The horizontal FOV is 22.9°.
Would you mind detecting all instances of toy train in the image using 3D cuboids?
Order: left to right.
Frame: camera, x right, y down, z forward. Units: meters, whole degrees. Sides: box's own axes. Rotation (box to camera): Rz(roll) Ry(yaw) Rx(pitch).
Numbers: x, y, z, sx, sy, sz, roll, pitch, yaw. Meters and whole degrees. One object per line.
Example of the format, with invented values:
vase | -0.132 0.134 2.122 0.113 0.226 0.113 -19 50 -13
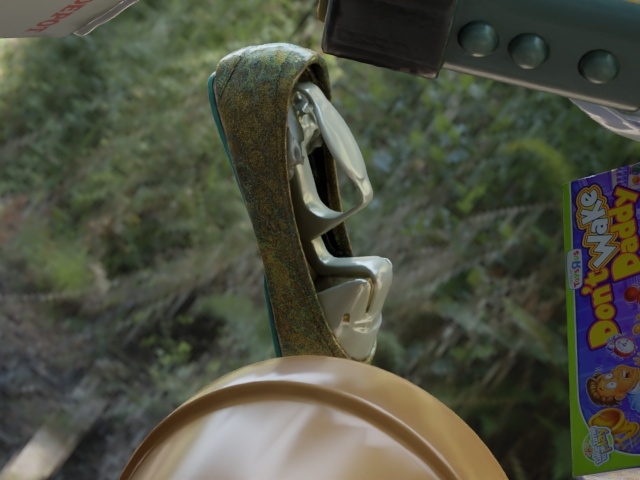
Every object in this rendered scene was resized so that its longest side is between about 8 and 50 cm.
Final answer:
toy train | 0.151 -0.188 1.169 0.334 0.142 0.190 14 44 0

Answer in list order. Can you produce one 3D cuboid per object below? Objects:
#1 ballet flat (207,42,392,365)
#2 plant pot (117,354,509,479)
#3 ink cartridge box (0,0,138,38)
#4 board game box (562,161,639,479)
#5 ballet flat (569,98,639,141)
ballet flat | 0.000 0.000 1.347 0.123 0.123 0.348 -123 -162 -82
plant pot | -0.030 0.234 0.965 0.291 0.291 0.203 37 20 11
ink cartridge box | -0.293 -0.242 1.090 0.385 0.160 0.279 -8 -6 -38
board game box | 0.382 0.078 1.683 0.233 0.347 0.078 -17 -31 34
ballet flat | 0.339 -0.202 1.815 0.400 0.139 0.139 27 6 -22
